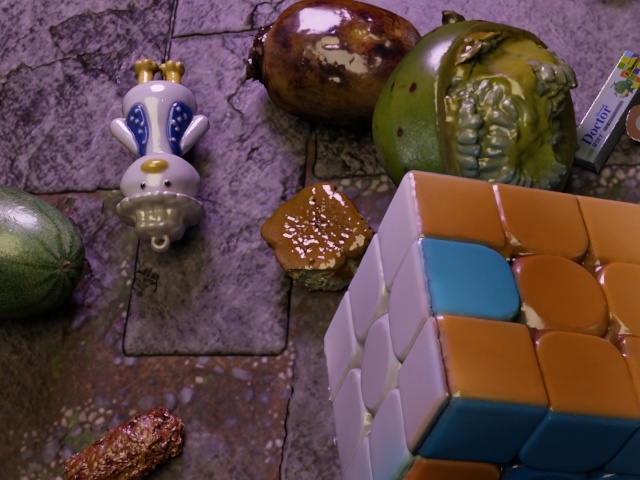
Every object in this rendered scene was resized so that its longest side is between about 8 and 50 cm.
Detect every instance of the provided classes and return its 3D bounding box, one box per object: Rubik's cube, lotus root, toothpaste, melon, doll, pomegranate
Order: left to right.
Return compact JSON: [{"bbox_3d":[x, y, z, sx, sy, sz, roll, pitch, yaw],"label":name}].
[{"bbox_3d":[-0.455,0.010,1.763,0.288,0.182,0.182,16,73,23],"label":"melon"},{"bbox_3d":[-0.221,-0.119,1.775,0.138,0.119,0.293,0,65,-5],"label":"doll"},{"bbox_3d":[0.036,-0.238,1.723,0.314,0.141,0.169,11,75,19],"label":"lotus root"},{"bbox_3d":[0.189,-0.105,1.559,0.260,0.260,0.340,3,94,21],"label":"pomegranate"},{"bbox_3d":[0.189,0.140,1.327,0.292,0.290,0.291,7,47,-16],"label":"Rubik's cube"},{"bbox_3d":[0.370,-0.163,1.633,0.046,0.034,0.164,27,78,31],"label":"toothpaste"}]

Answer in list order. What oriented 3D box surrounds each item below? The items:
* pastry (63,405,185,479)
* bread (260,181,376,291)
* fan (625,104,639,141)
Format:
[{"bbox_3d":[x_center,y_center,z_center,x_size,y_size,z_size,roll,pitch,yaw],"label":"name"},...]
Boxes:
[{"bbox_3d":[-0.253,0.270,1.643,0.169,0.063,0.087,-35,58,3],"label":"pastry"},{"bbox_3d":[0.000,0.000,1.671,0.128,0.069,0.140,-41,59,-1],"label":"bread"},{"bbox_3d":[0.499,-0.169,1.595,0.227,0.008,0.152,-41,69,-6],"label":"fan"}]
